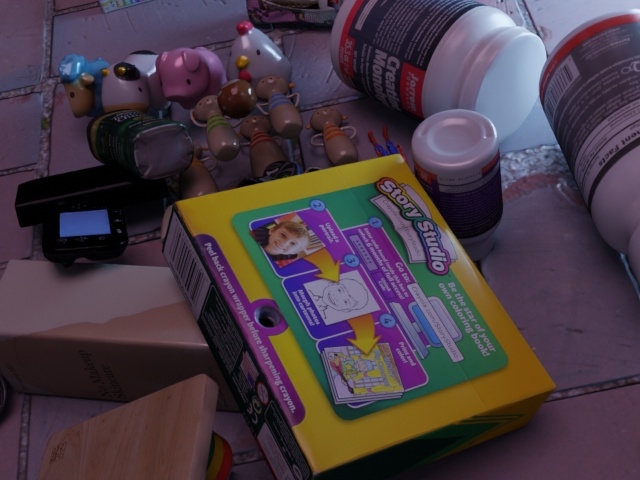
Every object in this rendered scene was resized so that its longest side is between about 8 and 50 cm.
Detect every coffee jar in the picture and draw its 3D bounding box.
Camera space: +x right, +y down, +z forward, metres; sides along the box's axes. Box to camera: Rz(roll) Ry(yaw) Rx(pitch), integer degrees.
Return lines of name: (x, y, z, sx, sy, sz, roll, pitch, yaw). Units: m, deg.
coffee jar: (-0.263, -0.141, 1.573, 0.096, 0.079, 0.184, -19, 22, -30)

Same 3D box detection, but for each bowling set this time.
bowling set: (-0.095, -0.179, 1.572, 0.287, 0.199, 0.154, -16, 45, -7)

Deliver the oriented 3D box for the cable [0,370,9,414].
cable: (-0.490, 0.204, 1.421, 0.185, 0.047, 0.150, -11, 52, -1)

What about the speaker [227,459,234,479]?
speaker: (-0.140, 0.302, 1.243, 0.055, 0.055, 0.136, 4, 49, 15)

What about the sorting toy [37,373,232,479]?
sorting toy: (-0.203, 0.305, 1.172, 0.255, 0.089, 0.257, -25, 41, 30)

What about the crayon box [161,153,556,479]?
crayon box: (0.036, 0.087, 1.253, 0.313, 0.106, 0.363, -13, 57, -28)

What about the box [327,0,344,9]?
box: (0.114, -0.413, 1.787, 0.114, 0.036, 0.207, 22, 37, 27)

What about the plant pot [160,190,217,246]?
plant pot: (-0.158, -0.005, 1.491, 0.109, 0.109, 0.096, -20, 38, -6)

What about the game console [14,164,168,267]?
game console: (-0.308, -0.042, 1.494, 0.213, 0.043, 0.361, -13, 20, -9)

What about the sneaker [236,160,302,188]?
sneaker: (-0.070, -0.068, 1.459, 0.078, 0.067, 0.188, 23, 22, -6)

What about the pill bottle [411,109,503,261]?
pill bottle: (0.178, -0.063, 1.402, 0.108, 0.193, 0.108, -7, 47, 7)

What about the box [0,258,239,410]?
box: (-0.248, 0.116, 1.372, 0.311, 0.148, 0.121, 1, 50, 16)

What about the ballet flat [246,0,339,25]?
ballet flat: (-0.021, -0.401, 1.825, 0.222, 0.079, 0.077, 3, 47, 15)

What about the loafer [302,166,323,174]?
loafer: (0.000, 0.000, 1.457, 0.094, 0.087, 0.251, -14, 47, 0)

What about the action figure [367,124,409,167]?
action figure: (0.101, -0.122, 1.586, 0.038, 0.030, 0.115, -17, 49, -9)

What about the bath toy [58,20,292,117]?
bath toy: (-0.218, -0.256, 1.677, 0.348, 0.129, 0.151, -5, 45, 19)

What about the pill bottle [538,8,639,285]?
pill bottle: (0.422, -0.107, 1.377, 0.210, 0.210, 0.362, -13, 48, 1)

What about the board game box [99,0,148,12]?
board game box: (-0.357, -0.482, 2.007, 0.104, 0.026, 0.154, -15, 48, -1)

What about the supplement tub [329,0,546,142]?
supplement tub: (0.166, -0.266, 1.587, 0.272, 0.191, 0.191, 32, 62, 34)
